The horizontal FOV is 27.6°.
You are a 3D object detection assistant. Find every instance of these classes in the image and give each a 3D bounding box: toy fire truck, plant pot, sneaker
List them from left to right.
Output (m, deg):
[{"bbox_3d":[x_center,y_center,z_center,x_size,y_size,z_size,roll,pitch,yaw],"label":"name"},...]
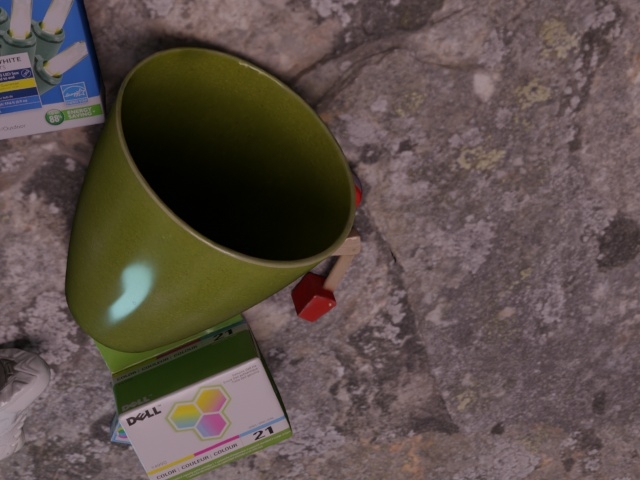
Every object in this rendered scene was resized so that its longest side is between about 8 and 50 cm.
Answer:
[{"bbox_3d":[-0.402,0.216,1.629,0.232,0.090,0.115,-35,134,26],"label":"sneaker"},{"bbox_3d":[-0.154,-0.007,1.407,0.274,0.275,0.293,19,136,-25],"label":"plant pot"},{"bbox_3d":[0.000,0.000,1.561,0.135,0.047,0.192,29,116,-31],"label":"toy fire truck"}]

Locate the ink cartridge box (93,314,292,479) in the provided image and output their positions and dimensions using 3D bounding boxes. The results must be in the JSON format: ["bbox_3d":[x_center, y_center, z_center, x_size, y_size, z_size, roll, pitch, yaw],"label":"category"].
[{"bbox_3d":[-0.168,0.155,1.586,0.188,0.097,0.255,-23,122,-2],"label":"ink cartridge box"}]

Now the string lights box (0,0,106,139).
[{"bbox_3d":[-0.303,-0.232,1.288,0.133,0.077,0.260,-10,129,-3],"label":"string lights box"}]

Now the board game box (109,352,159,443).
[{"bbox_3d":[-0.201,0.207,1.693,0.103,0.026,0.154,13,124,-22],"label":"board game box"}]
